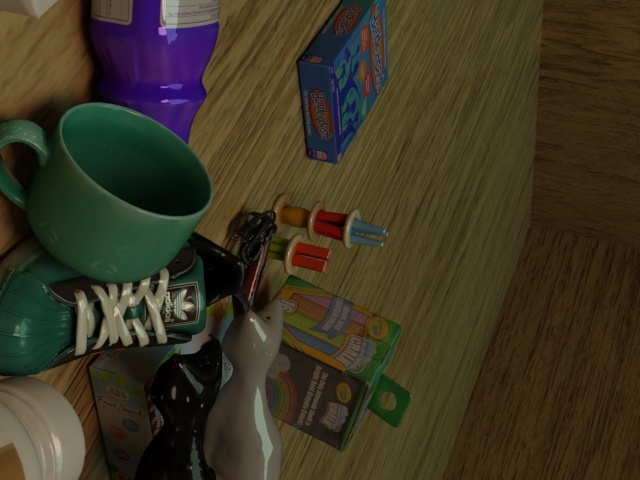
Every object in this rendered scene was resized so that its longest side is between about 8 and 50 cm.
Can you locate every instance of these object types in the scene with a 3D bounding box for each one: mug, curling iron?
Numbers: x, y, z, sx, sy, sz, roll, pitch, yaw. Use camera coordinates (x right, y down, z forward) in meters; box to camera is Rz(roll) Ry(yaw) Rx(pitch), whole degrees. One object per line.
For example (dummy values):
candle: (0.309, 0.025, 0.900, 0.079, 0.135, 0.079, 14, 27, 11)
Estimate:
mug: (-0.174, -0.038, 0.803, 0.097, 0.158, 0.129, -53, 180, 30)
curling iron: (-0.108, 0.091, 1.223, 0.068, 0.035, 0.274, 9, 99, -50)

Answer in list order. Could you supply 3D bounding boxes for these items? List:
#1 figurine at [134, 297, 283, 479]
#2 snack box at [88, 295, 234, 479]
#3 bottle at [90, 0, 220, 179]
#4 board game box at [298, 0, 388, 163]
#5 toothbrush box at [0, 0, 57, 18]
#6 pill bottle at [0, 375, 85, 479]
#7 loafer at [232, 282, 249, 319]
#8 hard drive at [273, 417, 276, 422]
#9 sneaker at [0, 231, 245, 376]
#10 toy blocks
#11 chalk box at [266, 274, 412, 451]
figurine: (-0.098, 0.172, 0.994, 0.215, 0.092, 0.209, -32, 134, -62)
snack box: (-0.154, 0.158, 1.071, 0.174, 0.070, 0.207, -54, 152, -47)
bottle: (-0.136, -0.194, 0.852, 0.118, 0.092, 0.282, -35, 135, -62)
board game box: (0.037, -0.231, 1.390, 0.160, 0.047, 0.210, 84, 26, -44)
toothbrush box: (-0.186, -0.313, 0.582, 0.216, 0.126, 0.295, -59, 155, -43)
pill bottle: (-0.262, 0.167, 0.675, 0.229, 0.131, 0.131, -20, 121, -68)
loafer: (-0.103, 0.120, 1.168, 0.061, 0.062, 0.170, -119, -160, -70)
hard drive: (-0.156, 0.371, 1.246, 0.353, 0.047, 0.233, -25, 125, -67)
sneaker: (-0.166, 0.044, 0.880, 0.302, 0.121, 0.108, -33, 133, -63)
toy blocks: (0.000, 0.000, 1.285, 0.123, 0.148, 0.054, -57, 153, -45)
chalk box: (0.017, 0.164, 1.308, 0.132, 0.213, 0.132, -53, 166, -52)
